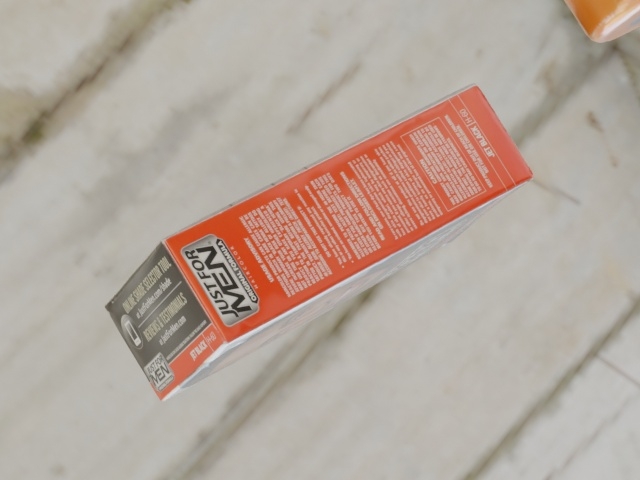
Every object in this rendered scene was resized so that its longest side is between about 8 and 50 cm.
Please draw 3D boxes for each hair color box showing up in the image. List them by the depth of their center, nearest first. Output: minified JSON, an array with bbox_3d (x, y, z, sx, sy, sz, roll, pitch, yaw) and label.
[{"bbox_3d":[0.000,0.000,0.658,0.141,0.043,0.072,-27,-8,-29],"label":"hair color box"}]

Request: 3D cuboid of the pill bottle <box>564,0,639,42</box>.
[{"bbox_3d":[0.043,-0.175,0.488,0.130,0.245,0.130,-33,-3,-2],"label":"pill bottle"}]
